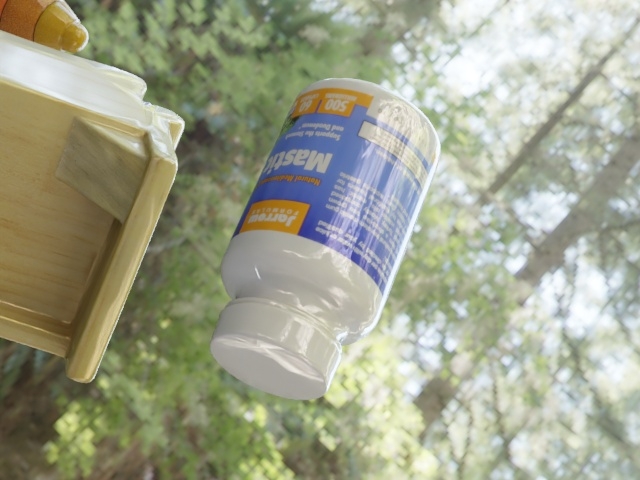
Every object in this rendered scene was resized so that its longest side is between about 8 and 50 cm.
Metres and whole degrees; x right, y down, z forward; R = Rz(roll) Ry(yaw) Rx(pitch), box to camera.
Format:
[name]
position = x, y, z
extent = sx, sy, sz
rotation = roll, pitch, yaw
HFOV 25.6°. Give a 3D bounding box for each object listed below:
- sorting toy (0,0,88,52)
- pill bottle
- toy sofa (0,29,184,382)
[sorting toy]
position = -0.266, -0.255, 1.147
extent = 0.126, 0.127, 0.365
rotation = 28, -21, 15
[pill bottle]
position = 0.000, 0.000, 1.280
extent = 0.152, 0.272, 0.152
rotation = 17, -29, 10
[toy sofa]
position = -0.273, -0.061, 0.828
extent = 0.362, 0.150, 0.177
rotation = 19, 15, -17
